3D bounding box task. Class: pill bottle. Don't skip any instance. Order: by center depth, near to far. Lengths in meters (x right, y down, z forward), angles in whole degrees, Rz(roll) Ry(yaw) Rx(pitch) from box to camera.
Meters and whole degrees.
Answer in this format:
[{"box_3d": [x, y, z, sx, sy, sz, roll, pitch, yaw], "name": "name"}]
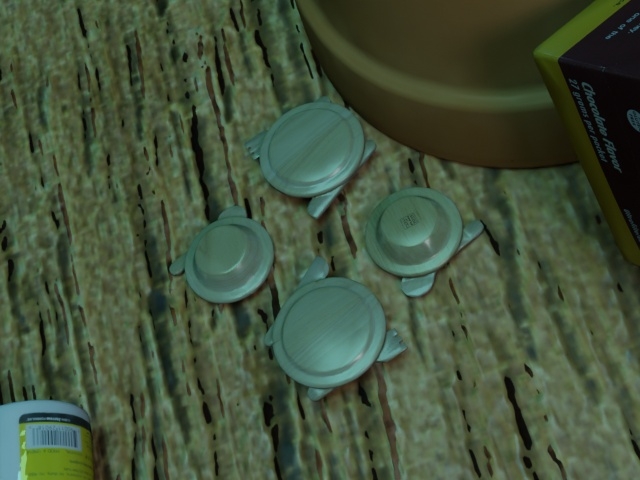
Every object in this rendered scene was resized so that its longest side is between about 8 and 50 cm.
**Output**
[{"box_3d": [-0.149, 0.148, 0.567, 0.065, 0.065, 0.116, -15, 62, 11], "name": "pill bottle"}]

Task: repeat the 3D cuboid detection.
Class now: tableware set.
[{"box_3d": [0.000, 0.000, 0.614, 0.141, 0.020, 0.168, -46, 60, -8], "name": "tableware set"}]

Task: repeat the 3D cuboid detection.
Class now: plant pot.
[{"box_3d": [0.100, -0.213, 0.576, 0.290, 0.203, 0.291, -7, 64, 15], "name": "plant pot"}]

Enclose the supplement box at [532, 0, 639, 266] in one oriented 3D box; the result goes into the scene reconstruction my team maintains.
[{"box_3d": [0.234, -0.065, 0.443, 0.191, 0.129, 0.194, -39, 30, -11], "name": "supplement box"}]
